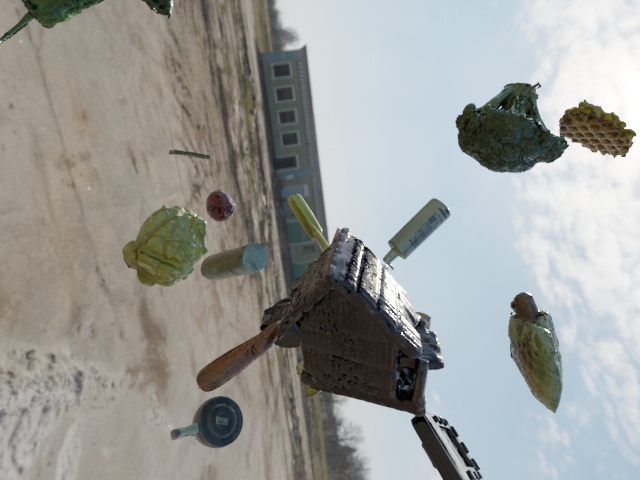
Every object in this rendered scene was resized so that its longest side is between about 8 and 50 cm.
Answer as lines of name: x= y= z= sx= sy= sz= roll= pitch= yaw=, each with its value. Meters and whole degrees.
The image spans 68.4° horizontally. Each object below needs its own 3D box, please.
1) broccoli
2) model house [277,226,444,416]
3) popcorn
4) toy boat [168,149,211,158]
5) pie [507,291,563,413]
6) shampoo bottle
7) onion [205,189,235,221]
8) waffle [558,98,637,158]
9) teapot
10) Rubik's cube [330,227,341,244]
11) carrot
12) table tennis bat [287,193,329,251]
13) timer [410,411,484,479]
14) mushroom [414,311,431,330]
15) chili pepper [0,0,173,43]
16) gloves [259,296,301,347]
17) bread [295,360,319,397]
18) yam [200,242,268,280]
broccoli: x=0.586 y=-0.343 z=1.447 sx=0.303 sy=0.321 sz=0.284 roll=13 pitch=-96 yaw=50
model house: x=0.077 y=0.113 z=0.894 sx=0.317 sy=0.297 sz=0.283 roll=-62 pitch=145 yaw=-63
popcorn: x=-0.412 y=0.013 z=1.295 sx=0.195 sy=0.255 sz=0.256 roll=38 pitch=14 yaw=-26
toy boat: x=-0.395 y=-0.260 z=1.426 sx=0.063 sy=0.115 sz=0.016 roll=17 pitch=-79 yaw=58
pie: x=0.564 y=0.301 z=1.238 sx=0.274 sy=0.105 sz=0.257 roll=-82 pitch=165 yaw=-61
shampoo bottle: x=0.300 y=-0.021 z=1.517 sx=0.085 sy=0.262 sz=0.085 roll=46 pitch=-5 yaw=5
onion: x=-0.336 y=-0.113 z=1.559 sx=0.097 sy=0.107 sz=0.107 roll=-14 pitch=98 yaw=-56
waffle: x=0.901 y=-0.355 z=1.541 sx=0.059 sy=0.237 sz=0.243 roll=-59 pitch=160 yaw=-4
teapot: x=-0.260 y=0.436 z=1.086 sx=0.111 sy=0.149 sz=0.108 roll=52 pitch=-46 yaw=0
Rubik's cube: x=0.041 y=0.072 z=1.448 sx=0.211 sy=0.178 sz=0.190 roll=39 pitch=16 yaw=-43
carrot: x=-0.163 y=0.246 z=1.034 sx=0.059 sy=0.247 sz=0.059 roll=50 pitch=-17 yaw=21
table tennis bat: x=0.000 y=0.000 z=1.610 sx=0.369 sy=0.054 sz=0.224 roll=58 pitch=-3 yaw=4
timer: x=0.243 y=0.409 z=0.904 sx=0.187 sy=0.055 sz=0.144 roll=39 pitch=15 yaw=-51
mushroom: x=0.173 y=0.228 z=1.248 sx=0.173 sy=0.236 sz=0.162 roll=33 pitch=-47 yaw=30
chili pepper: x=-0.349 y=-0.363 z=0.700 sx=0.065 sy=0.278 sz=0.122 roll=39 pitch=44 yaw=-72
gloves: x=-0.061 y=0.193 z=1.221 sx=0.203 sy=0.164 sz=0.124 roll=-71 pitch=180 yaw=-58
bread: x=-0.007 y=0.395 z=1.403 sx=0.086 sy=0.125 sz=0.156 roll=61 pitch=-6 yaw=-4
yam: x=-0.278 y=0.071 z=1.477 sx=0.259 sy=0.093 sz=0.093 roll=-14 pitch=-98 yaw=44
